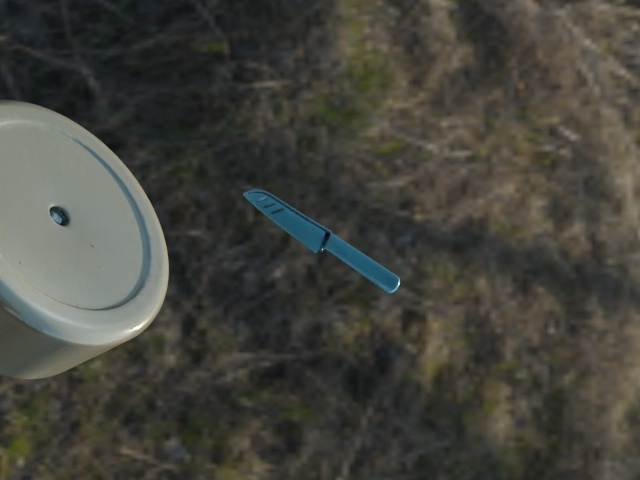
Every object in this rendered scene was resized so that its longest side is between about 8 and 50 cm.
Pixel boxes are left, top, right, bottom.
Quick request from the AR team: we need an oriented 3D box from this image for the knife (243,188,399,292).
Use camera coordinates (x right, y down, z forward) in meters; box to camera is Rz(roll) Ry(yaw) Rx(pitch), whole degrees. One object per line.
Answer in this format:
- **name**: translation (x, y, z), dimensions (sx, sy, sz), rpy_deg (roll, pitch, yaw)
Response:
- **knife**: translation (0.000, 0.000, 0.852), dimensions (0.091, 0.005, 0.014), rpy_deg (34, 78, 0)

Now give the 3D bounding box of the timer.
- **timer**: translation (-0.247, 0.050, 1.114), dimensions (0.175, 0.266, 0.175), rpy_deg (32, 39, -29)
